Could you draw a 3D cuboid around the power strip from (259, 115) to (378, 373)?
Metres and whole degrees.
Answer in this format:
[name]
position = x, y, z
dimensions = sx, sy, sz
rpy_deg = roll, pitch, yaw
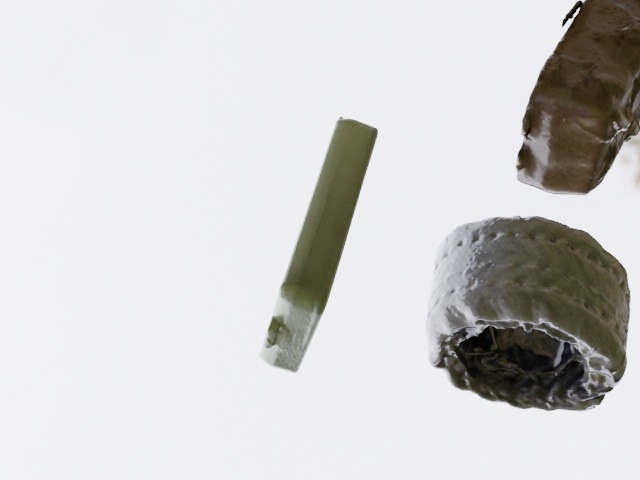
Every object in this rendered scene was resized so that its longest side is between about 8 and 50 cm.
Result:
[power strip]
position = 0.000, 0.000, 1.499
dimensions = 0.118, 0.046, 0.270
rpy_deg = 107, 180, -48

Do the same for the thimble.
[thimble]
position = 0.249, 0.092, 1.890
dimensions = 0.246, 0.217, 0.157
rpy_deg = 19, -127, -7

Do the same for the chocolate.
[chocolate]
position = 0.268, -0.145, 1.524
dimensions = 0.148, 0.093, 0.214
rpy_deg = 87, -152, -48
